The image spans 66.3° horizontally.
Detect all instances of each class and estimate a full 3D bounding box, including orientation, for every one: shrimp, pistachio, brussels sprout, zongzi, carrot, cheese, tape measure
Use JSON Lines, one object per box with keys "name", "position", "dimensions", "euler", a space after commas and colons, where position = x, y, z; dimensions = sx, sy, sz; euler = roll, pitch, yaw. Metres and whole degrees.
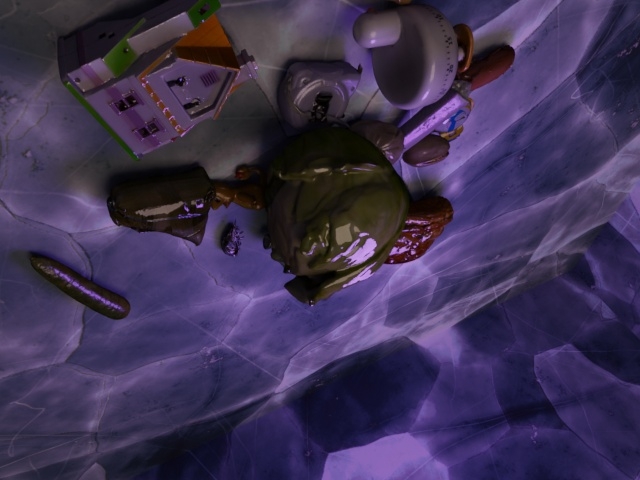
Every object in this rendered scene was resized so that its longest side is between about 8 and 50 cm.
{"name": "shrimp", "position": [-0.262, -0.005, 1.476], "dimensions": [0.065, 0.056, 0.165], "euler": [5, 145, -21]}
{"name": "pistachio", "position": [0.331, -0.281, 1.536], "dimensions": [0.149, 0.113, 0.113], "euler": [-7, 150, 14]}
{"name": "brussels sprout", "position": [0.052, -0.069, 1.263], "dimensions": [0.361, 0.342, 0.425], "euler": [-16, 133, -20]}
{"name": "zongzi", "position": [-0.406, -0.050, 1.243], "dimensions": [0.251, 0.125, 0.274], "euler": [-12, 148, -29]}
{"name": "carrot", "position": [-0.648, 0.132, 1.332], "dimensions": [0.074, 0.074, 0.358], "euler": [-32, 146, 1]}
{"name": "cheese", "position": [0.407, -0.370, 1.524], "dimensions": [0.157, 0.064, 0.250], "euler": [-27, 159, 6]}
{"name": "tape measure", "position": [-0.006, -0.342, 1.191], "dimensions": [0.196, 0.105, 0.178], "euler": [-15, 144, -26]}

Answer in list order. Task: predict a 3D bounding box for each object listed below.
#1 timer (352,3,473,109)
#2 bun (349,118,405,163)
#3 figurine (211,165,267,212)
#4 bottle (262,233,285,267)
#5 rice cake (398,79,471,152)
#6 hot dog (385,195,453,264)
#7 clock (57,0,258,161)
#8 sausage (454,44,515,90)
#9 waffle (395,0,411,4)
{"name": "timer", "position": [0.195, -0.422, 1.132], "dimensions": [0.240, 0.233, 0.233], "euler": [-19, 145, -24]}
{"name": "bun", "position": [0.149, -0.256, 1.373], "dimensions": [0.173, 0.113, 0.166], "euler": [-27, 125, 29]}
{"name": "figurine", "position": [-0.219, -0.140, 1.316], "dimensions": [0.176, 0.121, 0.122], "euler": [-1, 109, -24]}
{"name": "bottle", "position": [0.000, 0.000, 1.561], "dimensions": [0.352, 0.229, 0.229], "euler": [1, 136, -28]}
{"name": "rice cake", "position": [0.278, -0.324, 1.408], "dimensions": [0.073, 0.056, 0.365], "euler": [12, 145, -41]}
{"name": "hot dog", "position": [0.316, -0.041, 1.784], "dimensions": [0.388, 0.174, 0.267], "euler": [-15, 146, -25]}
{"name": "clock", "position": [-0.286, -0.325, 0.937], "dimensions": [0.310, 0.166, 0.235], "euler": [-24, 147, 2]}
{"name": "sausage", "position": [0.424, -0.469, 1.387], "dimensions": [0.327, 0.087, 0.079], "euler": [-24, 159, -11]}
{"name": "waffle", "position": [0.087, -0.594, 0.944], "dimensions": [0.328, 0.098, 0.224], "euler": [-7, 141, -36]}
